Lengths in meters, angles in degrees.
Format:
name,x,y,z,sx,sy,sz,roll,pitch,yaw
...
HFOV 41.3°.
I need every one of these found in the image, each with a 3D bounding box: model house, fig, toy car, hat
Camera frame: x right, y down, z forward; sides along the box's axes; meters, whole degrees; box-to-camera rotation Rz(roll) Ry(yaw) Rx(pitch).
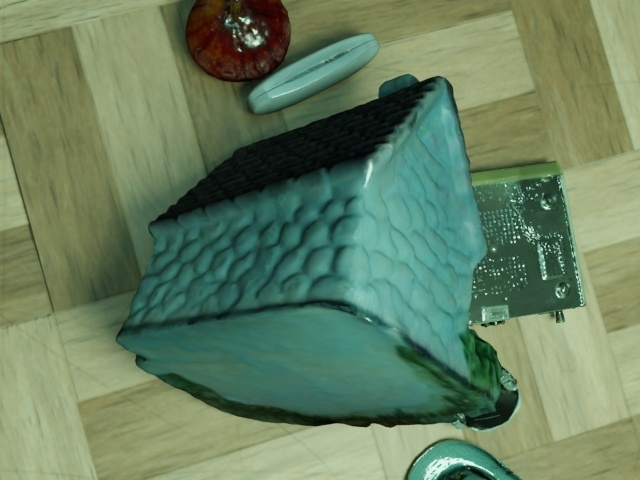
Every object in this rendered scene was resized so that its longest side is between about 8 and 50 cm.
name,x,y,z,sx,sy,sz,roll,pitch,yaw
model house,0.000,0.000,0.933,0.297,0.360,0.339,33,55,-40
fig,-0.088,-0.257,1.009,0.128,0.150,0.128,16,63,-34
toy car,0.160,0.157,1.032,0.205,0.056,0.095,41,106,-21
hat,0.193,0.335,1.029,0.191,0.078,0.138,45,83,-3

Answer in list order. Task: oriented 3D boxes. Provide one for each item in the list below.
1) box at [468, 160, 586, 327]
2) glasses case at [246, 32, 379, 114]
name,x,y,z,sx,sy,sz,roll,pitch,yaw
box,0.191,0.018,1.068,0.270,0.045,0.211,-7,86,-8
glasses case,-0.008,-0.205,1.044,0.178,0.067,0.045,-28,90,-9
